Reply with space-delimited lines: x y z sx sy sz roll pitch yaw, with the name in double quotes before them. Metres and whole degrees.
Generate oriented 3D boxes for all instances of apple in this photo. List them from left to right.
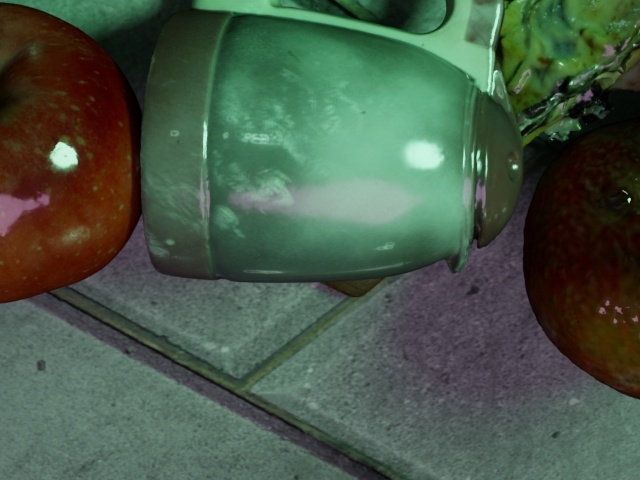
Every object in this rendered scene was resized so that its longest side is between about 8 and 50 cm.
"apple" -0.275 -0.072 1.646 0.260 0.260 0.216 -8 148 -2

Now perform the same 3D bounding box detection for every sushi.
"sushi" 0.222 -0.174 1.745 0.291 0.139 0.131 -36 150 25

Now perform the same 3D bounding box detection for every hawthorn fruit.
"hawthorn fruit" 0.333 0.031 1.852 0.285 0.284 0.369 -11 162 1

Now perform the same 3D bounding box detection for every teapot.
"teapot" 0.022 -0.114 1.668 0.312 0.233 0.315 4 91 6

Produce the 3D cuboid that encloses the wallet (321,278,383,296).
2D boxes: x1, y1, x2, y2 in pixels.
"wallet" 0.000 0.000 1.931 0.176 0.026 0.095 27 127 -31
